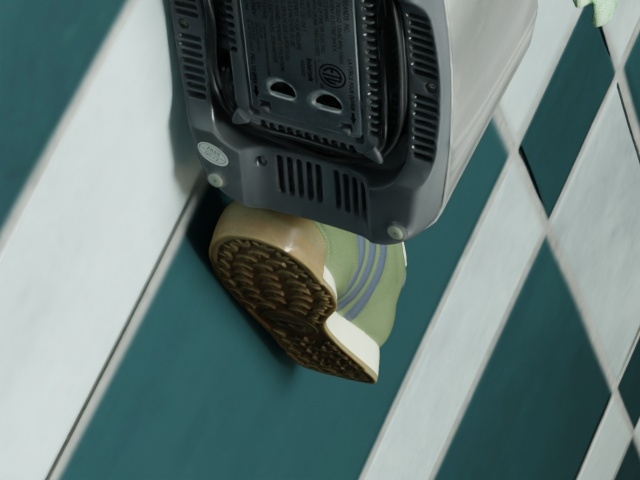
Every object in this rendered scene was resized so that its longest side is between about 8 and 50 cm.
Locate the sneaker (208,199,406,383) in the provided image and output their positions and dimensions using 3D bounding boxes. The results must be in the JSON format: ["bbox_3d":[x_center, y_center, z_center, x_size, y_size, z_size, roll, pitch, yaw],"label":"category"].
[{"bbox_3d":[0.000,0.000,0.990,0.192,0.064,0.086,58,48,-62],"label":"sneaker"}]

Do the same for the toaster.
[{"bbox_3d":[0.019,-0.122,0.848,0.146,0.129,0.227,-56,151,-39],"label":"toaster"}]

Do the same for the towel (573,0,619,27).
[{"bbox_3d":[0.178,-0.282,0.885,0.248,0.038,0.325,-55,158,-30],"label":"towel"}]
